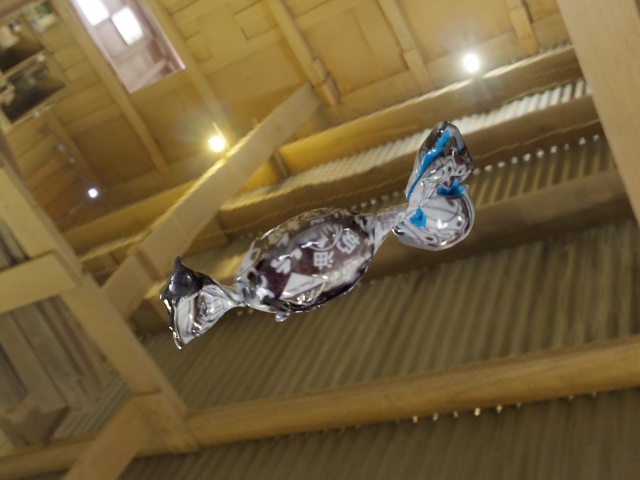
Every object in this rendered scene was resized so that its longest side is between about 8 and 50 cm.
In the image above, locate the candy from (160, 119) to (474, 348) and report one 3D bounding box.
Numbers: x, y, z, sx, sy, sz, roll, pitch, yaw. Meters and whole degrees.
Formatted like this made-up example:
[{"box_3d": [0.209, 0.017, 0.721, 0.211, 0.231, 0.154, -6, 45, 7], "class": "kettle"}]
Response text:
[{"box_3d": [0.000, 0.000, 0.485, 0.226, 0.094, 0.051, -29, -146, -6], "class": "candy"}]
